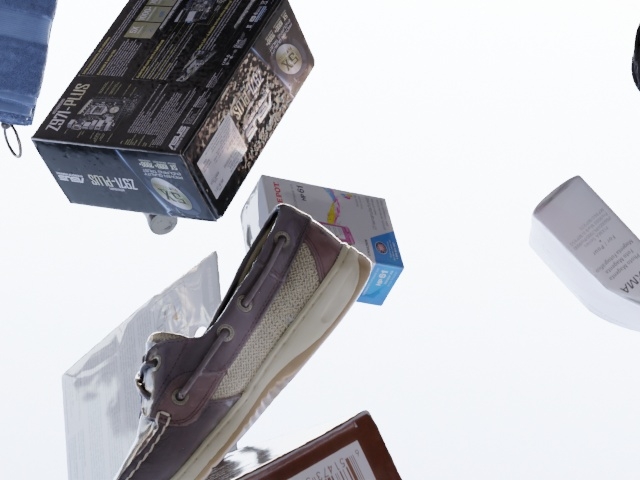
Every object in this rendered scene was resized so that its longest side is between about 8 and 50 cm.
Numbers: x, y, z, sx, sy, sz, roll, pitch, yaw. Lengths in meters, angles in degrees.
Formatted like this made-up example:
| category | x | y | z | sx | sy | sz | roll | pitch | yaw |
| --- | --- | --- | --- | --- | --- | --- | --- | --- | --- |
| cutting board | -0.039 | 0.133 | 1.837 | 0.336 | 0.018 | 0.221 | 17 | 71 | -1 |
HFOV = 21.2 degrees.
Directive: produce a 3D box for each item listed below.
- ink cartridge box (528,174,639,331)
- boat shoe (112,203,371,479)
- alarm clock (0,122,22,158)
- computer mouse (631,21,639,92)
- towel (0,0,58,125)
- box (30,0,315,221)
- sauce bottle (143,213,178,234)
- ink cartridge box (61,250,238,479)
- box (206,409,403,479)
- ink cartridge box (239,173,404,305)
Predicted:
| category | x | y | z | sx | sy | sz | roll | pitch | yaw |
| --- | --- | --- | --- | --- | --- | --- | --- | --- | --- |
| ink cartridge box | 0.268 | 0.058 | 1.423 | 0.232 | 0.066 | 0.189 | 52 | 179 | 10 |
| boat shoe | -0.082 | 0.096 | 1.176 | 0.092 | 0.285 | 0.103 | 42 | 167 | -3 |
| alarm clock | -0.341 | -0.170 | 1.731 | 0.064 | 0.129 | 0.192 | -20 | -101 | -29 |
| computer mouse | 0.250 | -0.222 | 1.240 | 0.041 | 0.242 | 0.071 | -2 | 180 | 44 |
| towel | -0.182 | -0.128 | 0.958 | 0.067 | 0.119 | 0.029 | 11 | -179 | -21 |
| box | -0.112 | -0.110 | 1.336 | 0.147 | 0.077 | 0.180 | 7 | -128 | 31 |
| sauce bottle | -0.158 | -0.052 | 1.513 | 0.042 | 0.042 | 0.128 | -3 | -139 | -27 |
| ink cartridge box | -0.198 | 0.235 | 2.198 | 0.091 | 0.385 | 0.308 | 16 | -128 | -35 |
| box | -0.108 | 0.278 | 1.549 | 0.191 | 0.143 | 0.381 | -23 | 179 | -43 |
| ink cartridge box | 0.000 | 0.000 | 1.455 | 0.123 | 0.052 | 0.088 | 9 | -138 | -23 |
